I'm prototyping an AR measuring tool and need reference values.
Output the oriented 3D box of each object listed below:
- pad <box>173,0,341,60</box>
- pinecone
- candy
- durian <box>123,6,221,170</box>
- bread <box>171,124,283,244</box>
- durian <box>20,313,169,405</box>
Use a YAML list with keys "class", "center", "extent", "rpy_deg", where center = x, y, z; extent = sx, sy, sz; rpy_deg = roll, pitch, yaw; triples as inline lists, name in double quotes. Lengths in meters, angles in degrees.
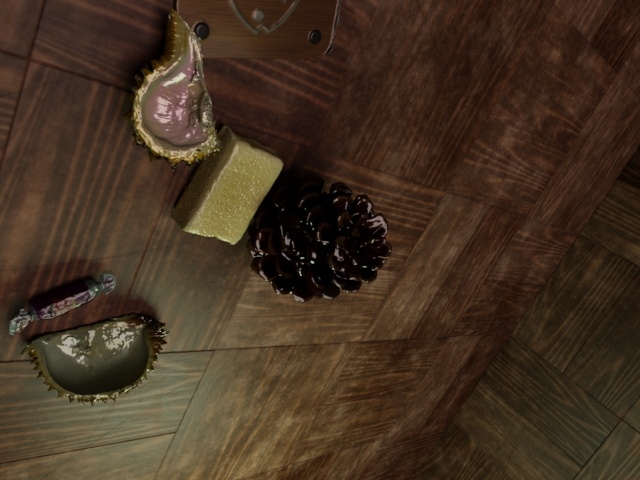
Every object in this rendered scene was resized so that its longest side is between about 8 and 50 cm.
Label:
- class: "pad"
  center: [-0.076, -0.411, 0.771]
  extent: [0.287, 0.018, 0.283]
  rpy_deg: [-12, 129, -33]
- class: "pinecone"
  center: [0.001, 0.003, 0.961]
  extent: [0.247, 0.292, 0.246]
  rpy_deg: [-3, 95, -33]
- class: "candy"
  center: [-0.421, 0.100, 0.855]
  extent: [0.175, 0.043, 0.045]
  rpy_deg: [-25, 134, -30]
- class: "durian"
  center: [-0.216, -0.218, 0.761]
  extent: [0.141, 0.078, 0.224]
  rpy_deg: [-4, 114, -25]
- class: "bread"
  center: [-0.159, -0.092, 0.913]
  extent: [0.126, 0.068, 0.188]
  rpy_deg: [19, 107, -48]
- class: "durian"
  center: [-0.386, 0.213, 0.937]
  extent: [0.252, 0.144, 0.139]
  rpy_deg: [-12, 107, -29]
